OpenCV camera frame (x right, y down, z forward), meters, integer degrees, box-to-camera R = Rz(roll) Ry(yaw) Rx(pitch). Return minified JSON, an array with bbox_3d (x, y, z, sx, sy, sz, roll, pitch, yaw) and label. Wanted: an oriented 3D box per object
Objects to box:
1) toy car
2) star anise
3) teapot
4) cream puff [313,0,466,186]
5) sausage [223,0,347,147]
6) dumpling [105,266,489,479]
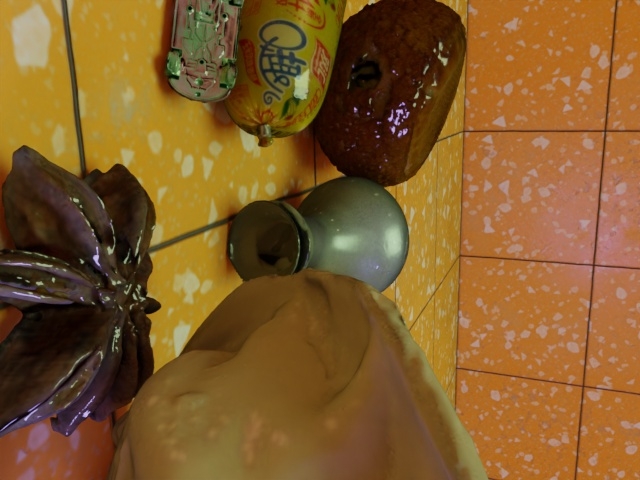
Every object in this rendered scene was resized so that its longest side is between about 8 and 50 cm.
[{"bbox_3d":[-0.116,-0.205,0.596,0.055,0.069,0.142,174,-78,-72],"label":"toy car"},{"bbox_3d":[-0.183,0.049,0.445,0.229,0.093,0.236,-69,157,-49],"label":"star anise"},{"bbox_3d":[0.000,0.000,0.794,0.251,0.184,0.183,-2,96,-57],"label":"teapot"},{"bbox_3d":[0.093,-0.225,0.914,0.303,0.212,0.303,-59,163,-31],"label":"cream puff"},{"bbox_3d":[-0.035,-0.265,0.702,0.123,0.123,0.347,48,49,-61],"label":"sausage"},{"bbox_3d":[-0.052,0.177,0.445,0.233,0.395,0.315,27,36,-33],"label":"dumpling"}]
